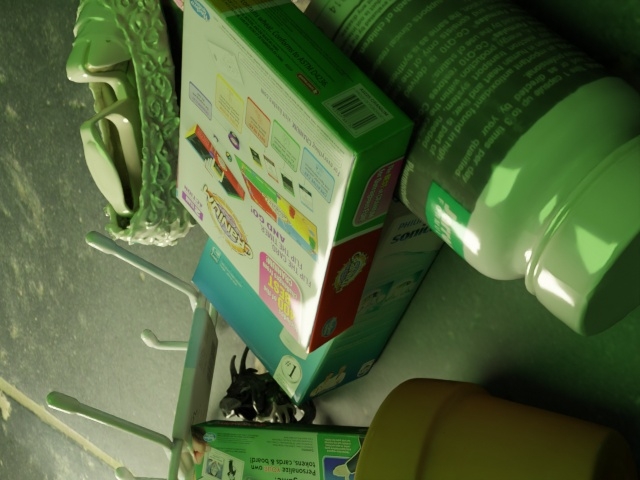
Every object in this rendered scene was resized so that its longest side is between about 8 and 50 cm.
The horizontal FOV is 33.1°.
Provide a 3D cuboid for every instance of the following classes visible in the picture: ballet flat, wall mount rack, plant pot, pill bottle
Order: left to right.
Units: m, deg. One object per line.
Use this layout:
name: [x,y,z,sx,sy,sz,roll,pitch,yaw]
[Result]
ballet flat: [-0.258,-0.185,1.413,0.147,0.147,0.409,-6,98,47]
wall mount rack: [-0.212,0.159,1.322,0.304,0.130,0.350,84,-170,-60]
pill bottle: [0.154,-0.096,0.955,0.361,0.204,0.204,44,131,28]
plant pot: [0.183,0.277,1.023,0.203,0.291,0.291,-3,101,30]

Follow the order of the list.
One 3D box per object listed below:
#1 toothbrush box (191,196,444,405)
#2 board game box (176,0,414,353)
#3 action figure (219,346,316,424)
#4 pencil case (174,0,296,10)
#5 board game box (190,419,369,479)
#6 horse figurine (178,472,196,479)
toothbrush box: [0.000,0.000,1.207,0.216,0.126,0.296,46,132,26]
board game box: [-0.042,-0.070,1.016,0.242,0.064,0.316,49,151,23]
action figure: [-0.062,0.264,1.354,0.164,0.141,0.276,-41,74,35]
pencil case: [0.000,-0.339,1.060,0.386,0.167,0.160,-20,95,47]
board game box: [-0.008,0.315,1.207,0.317,0.046,0.214,-4,91,36]
horse figurine: [-0.153,0.375,1.545,0.174,0.066,0.263,-24,88,42]
